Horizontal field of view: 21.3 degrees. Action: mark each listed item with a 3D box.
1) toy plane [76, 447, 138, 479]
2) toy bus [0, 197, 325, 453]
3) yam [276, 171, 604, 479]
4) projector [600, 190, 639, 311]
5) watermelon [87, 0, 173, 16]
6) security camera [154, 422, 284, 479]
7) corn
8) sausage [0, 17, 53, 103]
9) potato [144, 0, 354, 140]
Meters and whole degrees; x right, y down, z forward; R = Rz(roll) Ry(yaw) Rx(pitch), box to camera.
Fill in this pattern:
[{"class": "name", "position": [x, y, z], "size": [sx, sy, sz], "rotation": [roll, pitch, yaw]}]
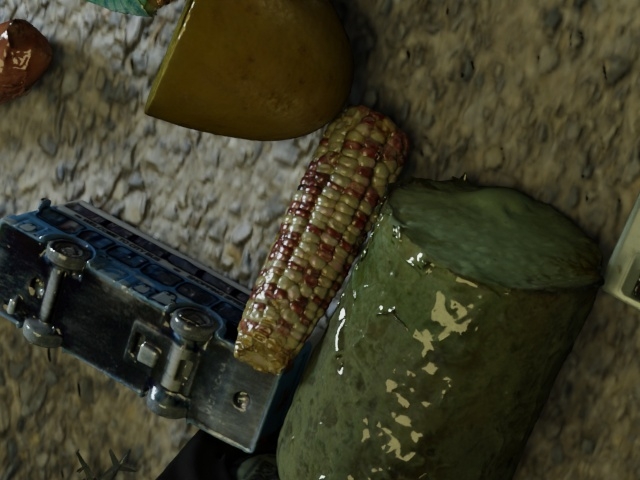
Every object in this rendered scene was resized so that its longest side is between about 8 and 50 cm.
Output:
[{"class": "toy plane", "position": [-0.210, 0.233, 1.648], "size": [0.078, 0.024, 0.084], "rotation": [39, 117, -7]}, {"class": "toy bus", "position": [-0.150, 0.069, 1.520], "size": [0.297, 0.131, 0.106], "rotation": [28, 114, 19]}, {"class": "yam", "position": [0.089, 0.109, 1.382], "size": [0.195, 0.195, 0.300], "rotation": [29, 112, 17]}, {"class": "projector", "position": [0.308, 0.016, 1.323], "size": [0.147, 0.061, 0.115], "rotation": [28, 111, 18]}, {"class": "watermelon", "position": [-0.185, -0.278, 1.433], "size": [0.146, 0.231, 0.128], "rotation": [-20, 126, 28]}, {"class": "security camera", "position": [-0.074, 0.318, 1.515], "size": [0.191, 0.197, 0.277], "rotation": [25, 118, 9]}, {"class": "corn", "position": [0.000, 0.000, 1.412], "size": [0.079, 0.079, 0.237], "rotation": [21, 77, 21]}, {"class": "sausage", "position": [-0.380, -0.140, 1.618], "size": [0.304, 0.078, 0.078], "rotation": [-14, 95, 26]}, {"class": "potato", "position": [-0.047, -0.155, 1.406], "size": [0.158, 0.203, 0.178], "rotation": [25, 75, -12]}]
